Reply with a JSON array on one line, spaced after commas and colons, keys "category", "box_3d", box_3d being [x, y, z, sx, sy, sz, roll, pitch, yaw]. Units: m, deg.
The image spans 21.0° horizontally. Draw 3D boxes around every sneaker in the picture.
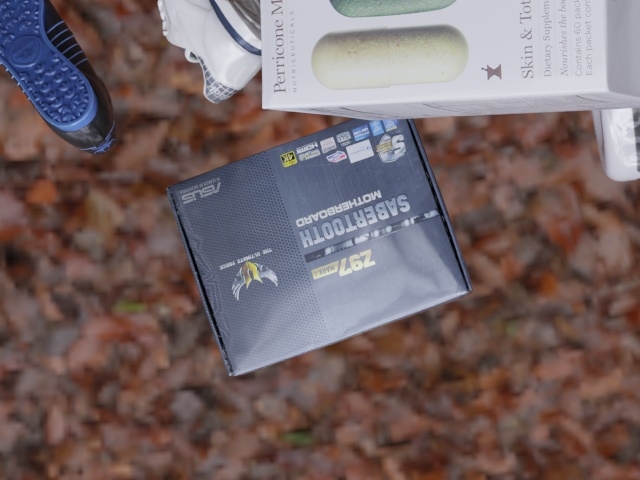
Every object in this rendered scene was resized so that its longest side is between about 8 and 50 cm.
[{"category": "sneaker", "box_3d": [-0.278, -0.180, 1.737, 0.081, 0.232, 0.090, -32, 152, 0]}, {"category": "sneaker", "box_3d": [-0.128, -0.243, 1.694, 0.090, 0.235, 0.095, 7, 133, -45]}]

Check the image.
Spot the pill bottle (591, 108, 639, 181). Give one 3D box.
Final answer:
[{"category": "pill bottle", "box_3d": [0.440, -0.175, 1.738, 0.334, 0.188, 0.188, -9, 143, 5]}]

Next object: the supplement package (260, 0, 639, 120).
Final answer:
[{"category": "supplement package", "box_3d": [0.113, -0.195, 1.284, 0.262, 0.199, 0.198, -1, -179, 26]}]

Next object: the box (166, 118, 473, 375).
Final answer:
[{"category": "box", "box_3d": [0.000, 0.000, 1.546, 0.232, 0.183, 0.059, -19, 175, 6]}]
